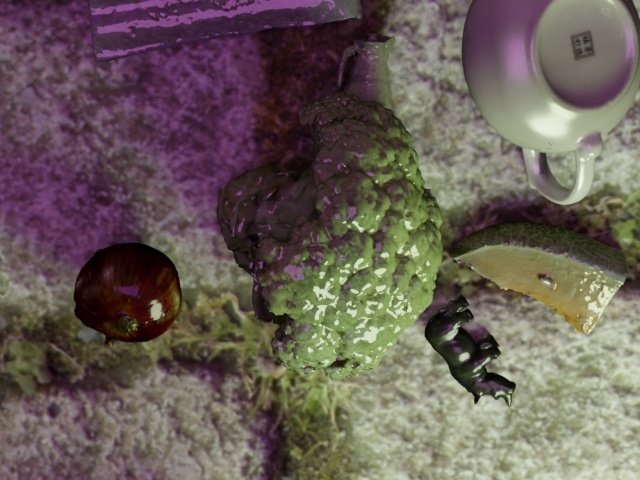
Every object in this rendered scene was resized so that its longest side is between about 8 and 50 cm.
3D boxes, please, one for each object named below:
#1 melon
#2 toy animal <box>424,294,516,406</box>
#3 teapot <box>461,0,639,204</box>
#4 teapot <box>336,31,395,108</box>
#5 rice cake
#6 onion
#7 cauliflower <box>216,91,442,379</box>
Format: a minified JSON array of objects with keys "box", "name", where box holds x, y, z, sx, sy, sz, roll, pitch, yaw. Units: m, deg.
[{"box":[0.244,0.025,1.825,0.182,0.054,0.098,28,116,-4],"name":"melon"},{"box":[0.172,0.133,1.842,0.065,0.047,0.136,-36,100,13],"name":"toy animal"},{"box":[0.239,-0.180,1.731,0.208,0.165,0.300,-19,113,-36],"name":"teapot"},{"box":[0.050,-0.184,1.775,0.067,0.057,0.083,6,94,-26],"name":"teapot"},{"box":[-0.108,-0.266,1.763,0.297,0.050,0.106,-9,101,3],"name":"rice cake"},{"box":[-0.208,0.055,1.799,0.117,0.118,0.119,22,102,-26],"name":"onion"},{"box":[0.000,0.000,1.756,0.275,0.250,0.272,-56,140,-21],"name":"cauliflower"}]
